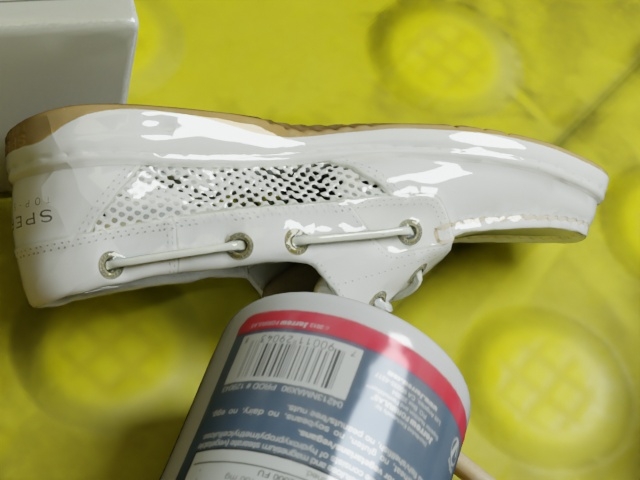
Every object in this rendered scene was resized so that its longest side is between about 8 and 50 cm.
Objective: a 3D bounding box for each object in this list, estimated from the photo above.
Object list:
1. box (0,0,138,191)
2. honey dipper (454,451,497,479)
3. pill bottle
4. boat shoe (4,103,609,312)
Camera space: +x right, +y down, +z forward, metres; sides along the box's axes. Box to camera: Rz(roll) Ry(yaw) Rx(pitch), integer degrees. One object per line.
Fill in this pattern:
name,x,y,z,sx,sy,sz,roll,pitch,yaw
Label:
box,-0.245,-0.099,0.648,0.311,0.121,0.148,-5,58,-18
honey dipper,0.071,0.103,0.650,0.161,0.030,0.030,39,55,17
pill bottle,-0.016,0.119,0.565,0.108,0.108,0.180,22,54,1
boat shoe,0.000,0.000,0.671,0.277,0.098,0.096,1,80,-19
